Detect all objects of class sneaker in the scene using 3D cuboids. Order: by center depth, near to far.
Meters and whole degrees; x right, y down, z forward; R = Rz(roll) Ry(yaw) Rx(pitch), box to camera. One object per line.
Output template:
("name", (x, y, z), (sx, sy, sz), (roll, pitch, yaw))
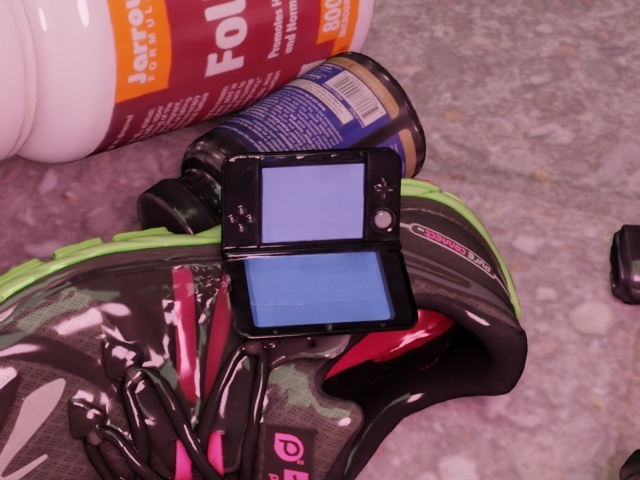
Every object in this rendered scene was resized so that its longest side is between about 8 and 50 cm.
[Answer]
("sneaker", (-0.074, 0.100, 0.998), (0.482, 0.185, 0.202), (-22, 45, -14))

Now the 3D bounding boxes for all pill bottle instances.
("pill bottle", (-0.032, -0.051, 1.176), (0.219, 0.123, 0.123), (-33, 53, -25))
("pill bottle", (-0.165, -0.189, 1.181), (0.392, 0.224, 0.224), (-22, 47, -38))

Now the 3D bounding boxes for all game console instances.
("game console", (0.000, 0.000, 0.958), (0.122, 0.107, 0.071), (-3, 18, -12))

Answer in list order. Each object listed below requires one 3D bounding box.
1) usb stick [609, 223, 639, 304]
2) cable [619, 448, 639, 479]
("usb stick", (0.363, 0.020, 1.137), (0.278, 0.045, 0.077), (0, 40, 5))
("cable", (0.204, 0.173, 0.875), (0.139, 0.072, 0.287), (-8, 3, 24))
